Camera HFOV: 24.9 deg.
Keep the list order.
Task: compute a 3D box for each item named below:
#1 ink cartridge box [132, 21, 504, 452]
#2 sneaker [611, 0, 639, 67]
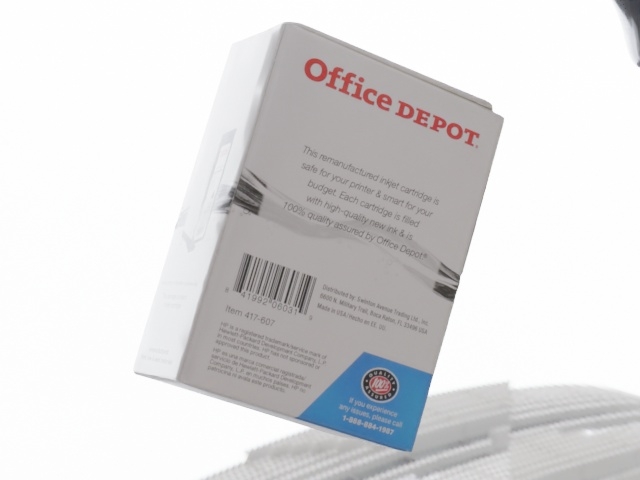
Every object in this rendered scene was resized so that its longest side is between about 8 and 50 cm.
[{"bbox_3d":[0.000,0.000,0.817,0.148,0.086,0.203,21,-100,-23],"label":"ink cartridge box"},{"bbox_3d":[0.150,-0.196,0.812,0.098,0.083,0.224,-13,-66,-3],"label":"sneaker"}]
